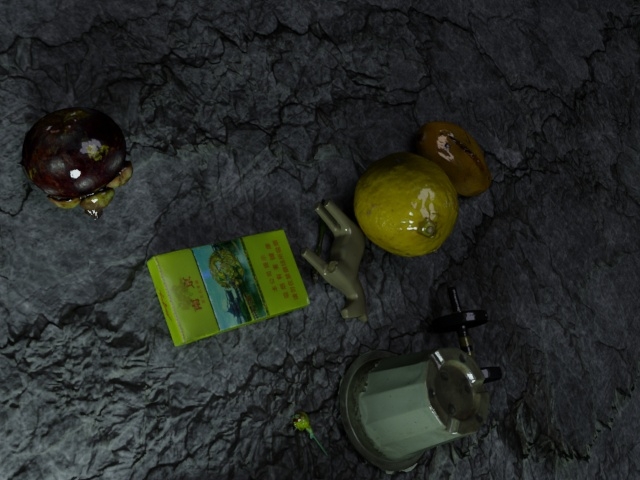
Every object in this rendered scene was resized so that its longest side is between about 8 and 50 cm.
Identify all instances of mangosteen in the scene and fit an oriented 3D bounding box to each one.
[{"bbox_3d":[-0.455,-0.142,1.424,0.192,0.192,0.217,-54,144,-39],"label":"mangosteen"}]

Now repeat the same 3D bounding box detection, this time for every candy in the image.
[{"bbox_3d":[-0.019,0.413,1.589,0.123,0.035,0.035,56,2,-18],"label":"candy"}]

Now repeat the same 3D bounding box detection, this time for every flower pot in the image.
[{"bbox_3d":[0.218,0.348,1.644,0.290,0.259,0.290,17,59,-30],"label":"flower pot"}]

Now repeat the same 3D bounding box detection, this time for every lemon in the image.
[{"bbox_3d":[0.211,-0.086,1.822,0.253,0.310,0.254,-8,113,-18],"label":"lemon"}]

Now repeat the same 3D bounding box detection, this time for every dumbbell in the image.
[{"bbox_3d":[0.365,0.272,1.868,0.143,0.143,0.325,3,68,-37],"label":"dumbbell"}]

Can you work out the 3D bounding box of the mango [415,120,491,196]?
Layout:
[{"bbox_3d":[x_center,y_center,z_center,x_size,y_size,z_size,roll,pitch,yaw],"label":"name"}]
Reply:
[{"bbox_3d":[0.393,-0.231,2.135,0.295,0.120,0.177,32,55,-22],"label":"mango"}]

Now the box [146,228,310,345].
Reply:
[{"bbox_3d":[-0.188,0.092,1.592,0.335,0.047,0.187,-13,79,-40],"label":"box"}]

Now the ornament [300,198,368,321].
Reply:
[{"bbox_3d":[0.053,0.060,1.772,0.245,0.061,0.230,44,46,-32],"label":"ornament"}]

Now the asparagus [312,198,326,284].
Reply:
[{"bbox_3d":[0.000,0.000,1.796,0.023,0.022,0.233,69,26,-57],"label":"asparagus"}]
